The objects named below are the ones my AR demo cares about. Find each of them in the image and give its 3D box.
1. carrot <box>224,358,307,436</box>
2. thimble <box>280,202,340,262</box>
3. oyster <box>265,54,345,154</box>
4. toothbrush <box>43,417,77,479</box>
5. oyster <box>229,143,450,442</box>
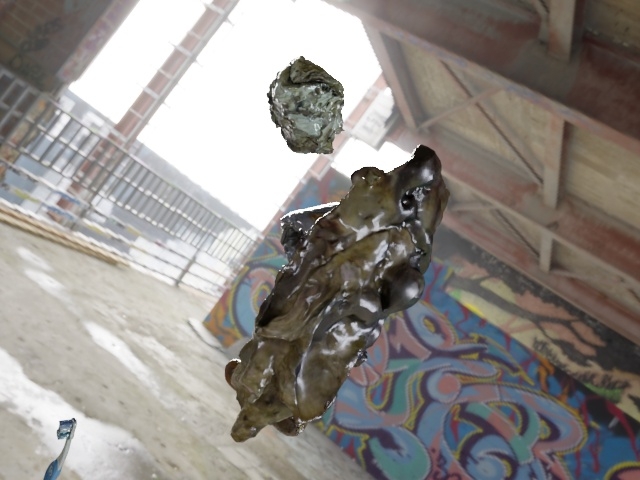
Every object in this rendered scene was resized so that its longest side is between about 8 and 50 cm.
[{"bbox_3d":[-0.094,0.261,1.061,0.186,0.060,0.060,34,-3,31],"label":"carrot"},{"bbox_3d":[0.000,0.002,1.124,0.151,0.118,0.127,152,-78,-71],"label":"thimble"},{"bbox_3d":[-0.034,-0.253,1.182,0.162,0.158,0.351,11,-2,5],"label":"oyster"},{"bbox_3d":[-0.594,0.518,1.393,0.040,0.386,0.040,19,33,-13],"label":"toothbrush"},{"bbox_3d":[0.023,0.067,0.667,0.096,0.361,0.221,34,-17,41],"label":"oyster"}]
